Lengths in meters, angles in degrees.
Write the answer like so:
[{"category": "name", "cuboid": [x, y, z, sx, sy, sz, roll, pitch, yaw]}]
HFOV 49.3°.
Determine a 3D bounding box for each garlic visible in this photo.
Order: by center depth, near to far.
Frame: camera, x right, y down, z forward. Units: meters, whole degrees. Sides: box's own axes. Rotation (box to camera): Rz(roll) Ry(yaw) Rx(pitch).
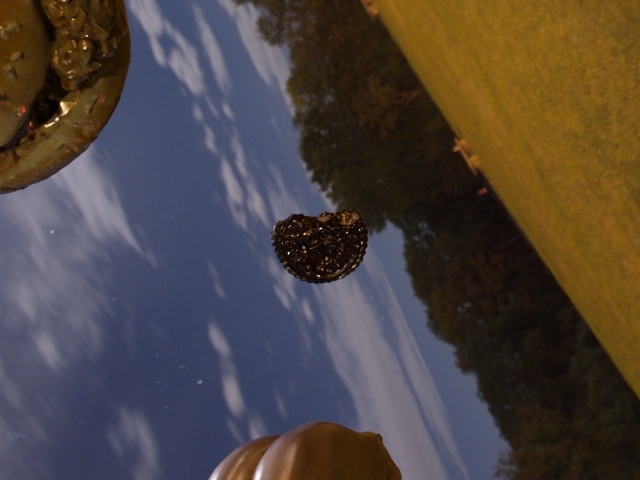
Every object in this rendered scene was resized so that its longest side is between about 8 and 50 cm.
[{"category": "garlic", "cuboid": [-0.030, 0.362, 0.801, 0.246, 0.231, 0.340, 50, -159, -35]}]

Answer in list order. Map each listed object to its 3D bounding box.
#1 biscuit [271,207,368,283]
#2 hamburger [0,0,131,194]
[{"category": "biscuit", "cuboid": [0.000, 0.000, 0.661, 0.087, 0.089, 0.027, 39, -164, -11]}, {"category": "hamburger", "cuboid": [-0.220, -0.130, 0.417, 0.122, 0.215, 0.189, 0, -108, -69]}]
